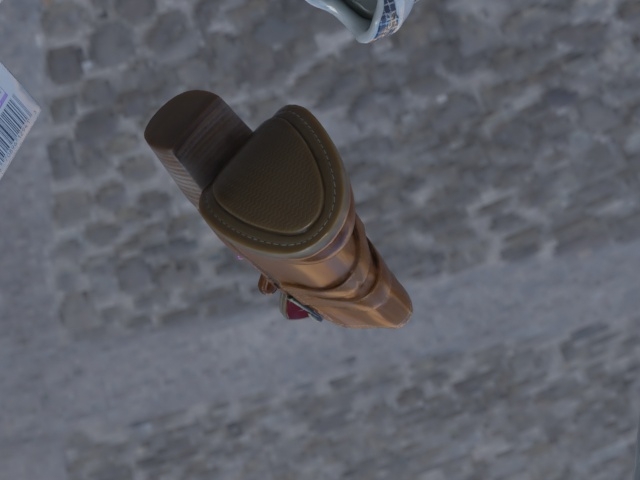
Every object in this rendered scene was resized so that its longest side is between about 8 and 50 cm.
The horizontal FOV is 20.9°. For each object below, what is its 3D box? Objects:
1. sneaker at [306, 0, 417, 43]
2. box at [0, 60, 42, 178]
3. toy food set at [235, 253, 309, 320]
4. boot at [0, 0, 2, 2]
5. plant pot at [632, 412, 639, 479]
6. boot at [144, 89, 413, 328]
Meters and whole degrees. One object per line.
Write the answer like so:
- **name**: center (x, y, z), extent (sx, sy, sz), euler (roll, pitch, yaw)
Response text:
- **sneaker**: center (-0.018, -0.250, 1.309), extent (0.090, 0.235, 0.095), euler (-44, -174, 42)
- **box**: center (-0.270, 0.032, 0.979), extent (0.063, 0.324, 0.067), euler (13, 156, 33)
- **toy food set**: center (-0.022, 0.006, 1.224), extent (0.078, 0.019, 0.122), euler (-23, 120, -16)
- **boot**: center (-0.273, -0.275, 1.411), extent (0.086, 0.190, 0.069), euler (19, 140, -11)
- **plant pot**: center (0.184, 0.105, 0.341), extent (0.290, 0.290, 0.195), euler (-5, 133, -22)
- **boot**: center (0.000, 0.000, 0.888), extent (0.073, 0.197, 0.152), euler (-44, 121, -3)
